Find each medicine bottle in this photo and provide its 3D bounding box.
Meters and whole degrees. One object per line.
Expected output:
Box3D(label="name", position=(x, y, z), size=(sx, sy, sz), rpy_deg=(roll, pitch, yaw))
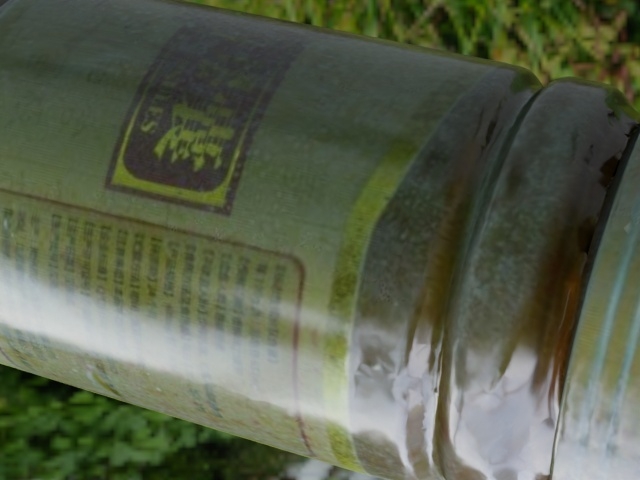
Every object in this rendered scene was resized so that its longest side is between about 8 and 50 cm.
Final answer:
Box3D(label="medicine bottle", position=(0.000, 0.000, 0.515), size=(0.322, 0.151, 0.151), rpy_deg=(14, 179, 19))
